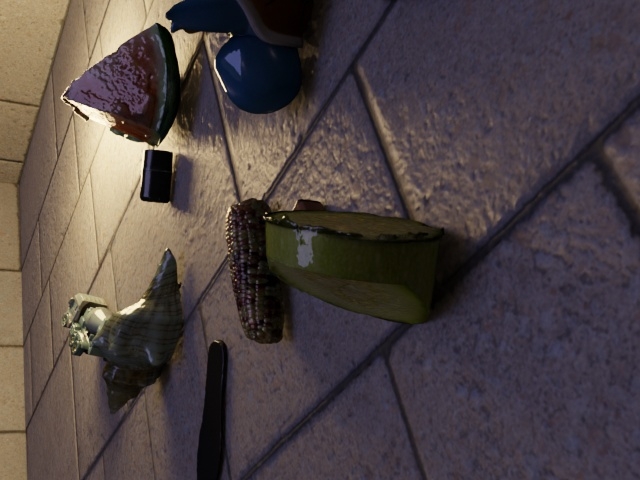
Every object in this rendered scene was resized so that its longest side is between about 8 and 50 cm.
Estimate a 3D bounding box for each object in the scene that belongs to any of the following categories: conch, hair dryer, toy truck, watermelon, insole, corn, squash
[{"bbox_3d":[-0.403,0.212,1.655,0.203,0.170,0.385,28,113,31],"label":"conch"},{"bbox_3d":[-0.414,-0.153,1.833,0.219,0.072,0.124,-172,88,-67],"label":"hair dryer"},{"bbox_3d":[-0.631,0.234,2.103,0.257,0.108,0.140,41,107,52],"label":"toy truck"},{"bbox_3d":[-0.424,-0.311,1.761,0.222,0.319,0.292,59,-176,6],"label":"watermelon"},{"bbox_3d":[-0.207,0.344,1.439,0.110,0.012,0.309,-6,80,60],"label":"insole"},{"bbox_3d":[-0.107,0.052,1.246,0.086,0.086,0.253,-37,57,52],"label":"corn"},{"bbox_3d":[0.029,0.028,0.883,0.220,0.220,0.133,15,94,60],"label":"squash"}]

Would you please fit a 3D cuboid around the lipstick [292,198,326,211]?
[{"bbox_3d":[0.000,0.000,1.107,0.045,0.045,0.145,-62,37,32],"label":"lipstick"}]

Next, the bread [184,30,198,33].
[{"bbox_3d":[-0.257,-0.483,1.636,0.062,0.103,0.049,63,-162,-52],"label":"bread"}]

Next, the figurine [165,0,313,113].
[{"bbox_3d":[-0.099,-0.423,1.212,0.298,0.243,0.416,-35,-36,-71],"label":"figurine"}]
